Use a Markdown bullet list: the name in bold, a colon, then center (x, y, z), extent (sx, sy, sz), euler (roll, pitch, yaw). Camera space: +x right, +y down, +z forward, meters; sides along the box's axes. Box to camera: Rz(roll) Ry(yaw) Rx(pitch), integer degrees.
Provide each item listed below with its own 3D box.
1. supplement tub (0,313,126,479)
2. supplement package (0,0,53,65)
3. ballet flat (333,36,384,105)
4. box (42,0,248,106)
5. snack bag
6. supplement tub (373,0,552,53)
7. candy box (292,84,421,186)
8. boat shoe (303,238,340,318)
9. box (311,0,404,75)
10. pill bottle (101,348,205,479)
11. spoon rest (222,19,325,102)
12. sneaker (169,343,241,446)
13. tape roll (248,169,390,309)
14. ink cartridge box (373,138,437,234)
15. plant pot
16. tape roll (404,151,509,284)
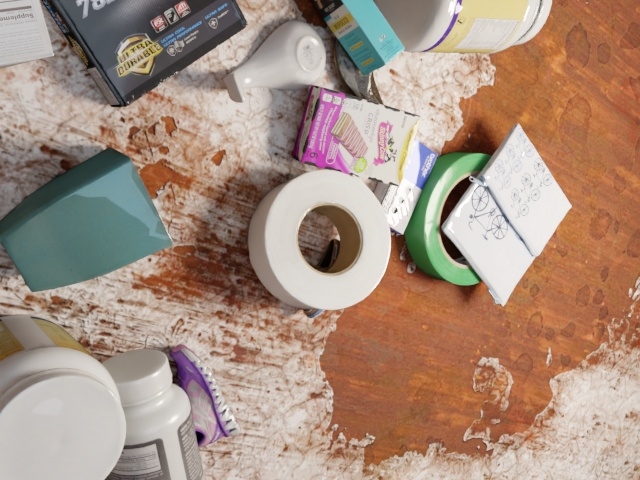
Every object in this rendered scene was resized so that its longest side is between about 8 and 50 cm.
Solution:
- **supplement tub**: center (-0.450, 0.257, 1.131), extent (0.228, 0.316, 0.228), euler (-7, 103, -33)
- **supplement package**: center (-0.521, -0.304, 1.008), extent (0.204, 0.262, 0.145), euler (-20, 110, -30)
- **ballet flat**: center (0.089, -0.332, 1.550), extent (0.084, 0.058, 0.249), euler (-29, 109, -8)
- **box**: center (-0.314, -0.429, 1.244), extent (0.295, 0.073, 0.293), euler (-40, 119, -23)
- **snack bag**: center (0.461, -0.056, 1.767), extent (0.342, 0.037, 0.323), euler (-51, 123, -15)
- **supplement tub**: center (0.306, -0.523, 1.541), extent (0.331, 0.241, 0.240), euler (-9, 104, -33)
- **candy box**: center (0.076, -0.216, 1.503), extent (0.234, 0.071, 0.159), euler (11, 103, -22)
- **boat shoe**: center (0.003, 0.079, 1.564), extent (0.066, 0.066, 0.183), euler (38, 67, -28)
- **box**: center (0.058, -0.454, 1.437), extent (0.060, 0.100, 0.244), euler (-43, 104, -19)
- **pill bottle**: center (-0.316, 0.370, 1.323), extent (0.176, 0.176, 0.318), euler (-18, 111, -30)
- **spoon rest**: center (-0.090, -0.344, 1.419), extent (0.276, 0.084, 0.137), euler (-36, 119, -38)
- **sneaker**: center (-0.247, 0.315, 1.422), extent (0.105, 0.095, 0.236), euler (-30, 115, -18)
- **tape roll**: center (0.000, 0.000, 1.477), extent (0.286, 0.100, 0.286), euler (3, 84, -25)
- **ink cartridge box**: center (0.184, -0.127, 1.652), extent (0.097, 0.046, 0.207), euler (29, 83, -35)
- **plant pot**: center (-0.404, -0.024, 1.208), extent (0.234, 0.166, 0.165), euler (-31, 115, -19)
- **tape roll**: center (0.349, -0.053, 1.760), extent (0.321, 0.077, 0.321), euler (-7, 103, -34)
